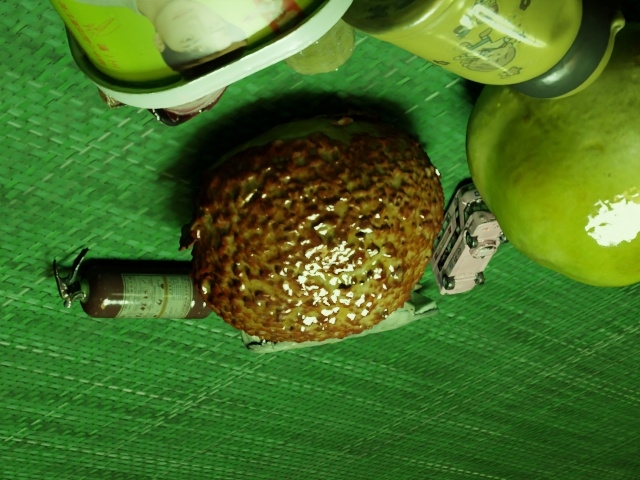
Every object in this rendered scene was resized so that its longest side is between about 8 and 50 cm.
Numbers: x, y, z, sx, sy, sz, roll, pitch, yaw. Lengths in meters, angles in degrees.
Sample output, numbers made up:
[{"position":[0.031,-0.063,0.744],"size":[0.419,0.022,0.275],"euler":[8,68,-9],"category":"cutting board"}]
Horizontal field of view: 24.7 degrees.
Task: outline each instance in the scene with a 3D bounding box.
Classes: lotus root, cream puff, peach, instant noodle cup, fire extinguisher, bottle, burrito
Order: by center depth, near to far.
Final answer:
[{"position":[-0.144,-0.300,1.106],"size":[0.294,0.293,0.308],"euler":[-23,146,11],"category":"instant noodle cup"},{"position":[0.173,-0.239,1.479],"size":[0.171,0.171,0.351],"euler":[-33,149,29],"category":"bottle"},{"position":[-0.015,-0.229,1.490],"size":[0.090,0.077,0.183],"euler":[-18,155,1],"category":"lotus root"},{"position":[0.340,-0.099,1.729],"size":[0.314,0.281,0.315],"euler":[16,131,-38],"category":"peach"},{"position":[-0.003,0.003,1.777],"size":[0.351,0.228,0.350],"euler":[-12,150,-7],"category":"cream puff"},{"position":[-0.248,0.055,1.913],"size":[0.231,0.071,0.099],"euler":[4,118,-34],"category":"fire extinguisher"},{"position":[0.029,0.116,2.182],"size":[0.309,0.066,0.096],"euler":[-9,157,-15],"category":"burrito"}]

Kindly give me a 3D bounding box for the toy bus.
[{"position":[0.205,-0.001,2.038],"size":[0.063,0.090,0.203],"euler":[-8,152,-18],"category":"toy bus"}]

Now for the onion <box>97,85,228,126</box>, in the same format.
[{"position":[-0.171,-0.198,1.427],"size":[0.151,0.098,0.206],"euler":[-38,150,-15],"category":"onion"}]
